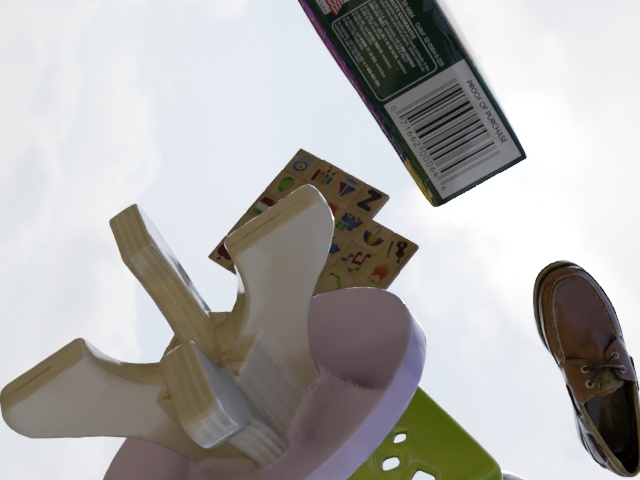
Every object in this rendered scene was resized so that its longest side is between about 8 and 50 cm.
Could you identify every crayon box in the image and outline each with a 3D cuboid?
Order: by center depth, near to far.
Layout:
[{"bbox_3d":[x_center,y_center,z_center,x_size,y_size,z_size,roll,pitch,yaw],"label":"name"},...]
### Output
[{"bbox_3d":[0.047,-0.253,1.054,0.106,0.363,0.313,-29,-158,14],"label":"crayon box"}]

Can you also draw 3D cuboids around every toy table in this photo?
[{"bbox_3d":[-0.075,0.092,0.768,0.274,0.161,0.252,-42,-144,-8],"label":"toy table"}]

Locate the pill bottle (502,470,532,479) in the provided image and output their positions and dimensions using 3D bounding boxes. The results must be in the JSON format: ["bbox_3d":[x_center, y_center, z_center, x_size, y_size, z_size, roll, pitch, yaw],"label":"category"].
[{"bbox_3d":[0.262,0.341,1.283,0.193,0.108,0.108,9,-105,58],"label":"pill bottle"}]

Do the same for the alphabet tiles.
[{"bbox_3d":[0.000,0.000,1.415,0.237,0.009,0.198,31,-107,31],"label":"alphabet tiles"}]

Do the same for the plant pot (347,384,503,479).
[{"bbox_3d":[0.025,0.263,1.041,0.227,0.207,0.228,41,-31,44],"label":"plant pot"}]

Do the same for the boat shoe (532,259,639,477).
[{"bbox_3d":[0.374,0.171,1.477,0.110,0.307,0.104,-24,-163,-1],"label":"boat shoe"}]
